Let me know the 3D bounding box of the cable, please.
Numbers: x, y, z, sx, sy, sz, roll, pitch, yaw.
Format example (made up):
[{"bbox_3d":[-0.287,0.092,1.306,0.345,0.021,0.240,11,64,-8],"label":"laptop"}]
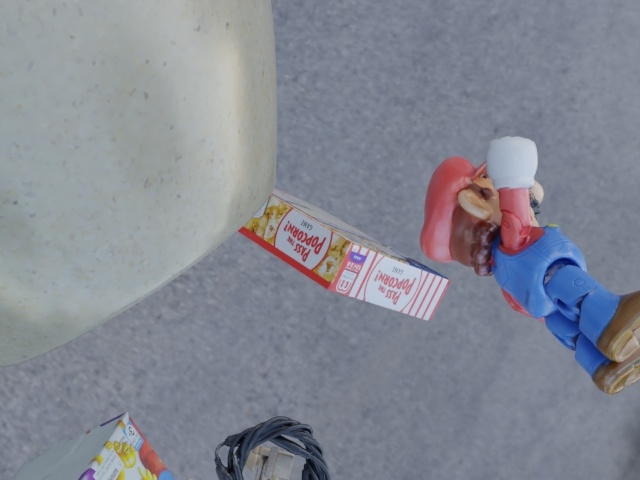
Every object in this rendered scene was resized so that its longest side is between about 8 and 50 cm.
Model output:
[{"bbox_3d":[-0.059,0.338,1.326,0.151,0.047,0.184,-25,101,-14],"label":"cable"}]

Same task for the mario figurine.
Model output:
[{"bbox_3d":[0.248,0.003,1.028,0.170,0.320,0.198,-6,131,-42],"label":"mario figurine"}]

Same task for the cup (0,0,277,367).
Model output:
[{"bbox_3d":[-0.152,-0.083,0.439,0.331,0.331,0.237,-37,106,-25],"label":"cup"}]

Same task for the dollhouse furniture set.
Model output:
[{"bbox_3d":[-0.162,0.462,1.470,0.355,0.174,0.303,96,9,-75],"label":"dollhouse furniture set"}]

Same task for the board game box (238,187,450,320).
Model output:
[{"bbox_3d":[0.000,0.000,0.849,0.147,0.193,0.045,21,98,-47],"label":"board game box"}]

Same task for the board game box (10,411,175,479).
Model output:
[{"bbox_3d":[-0.188,0.335,0.921,0.142,0.144,0.275,-27,104,17],"label":"board game box"}]
